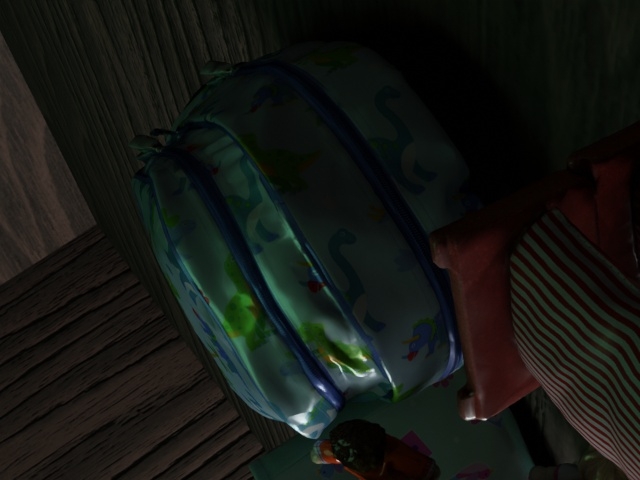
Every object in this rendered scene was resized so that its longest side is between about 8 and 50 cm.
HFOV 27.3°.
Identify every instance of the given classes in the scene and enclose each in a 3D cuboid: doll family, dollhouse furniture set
[{"bbox_3d":[0.111,0.191,0.888,0.163,0.262,0.118,49,-134,-64],"label":"doll family"},{"bbox_3d":[0.192,0.147,0.608,0.201,0.152,0.374,43,156,47],"label":"dollhouse furniture set"}]

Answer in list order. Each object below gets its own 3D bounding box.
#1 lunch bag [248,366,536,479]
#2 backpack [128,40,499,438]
[{"bbox_3d":[0.078,0.226,1.148,0.262,0.223,0.160,62,175,-30],"label":"lunch bag"},{"bbox_3d":[0.000,0.000,0.911,0.355,0.273,0.290,-9,107,63],"label":"backpack"}]
